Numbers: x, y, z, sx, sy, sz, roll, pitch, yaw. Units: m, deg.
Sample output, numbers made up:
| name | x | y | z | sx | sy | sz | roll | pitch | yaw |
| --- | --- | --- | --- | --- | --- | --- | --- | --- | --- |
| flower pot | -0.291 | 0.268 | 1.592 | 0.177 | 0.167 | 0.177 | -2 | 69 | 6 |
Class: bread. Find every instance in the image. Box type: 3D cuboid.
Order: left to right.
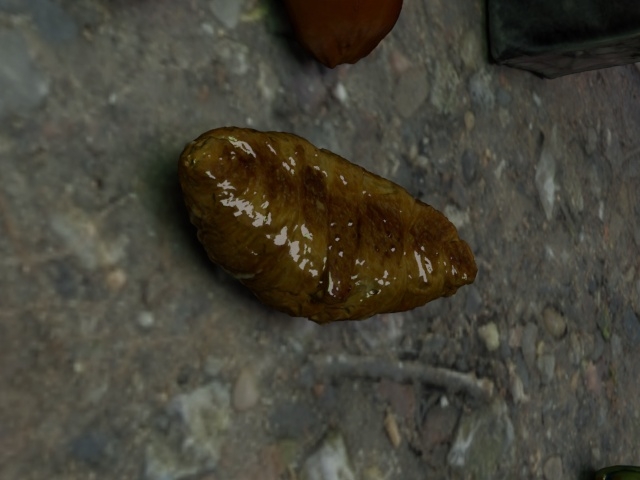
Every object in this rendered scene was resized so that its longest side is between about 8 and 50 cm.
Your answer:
| name | x | y | z | sx | sy | sz | roll | pitch | yaw |
| --- | --- | --- | --- | --- | --- | --- | --- | --- | --- |
| bread | 0.000 | 0.000 | 0.602 | 0.233 | 0.076 | 0.105 | 18 | 62 | -37 |

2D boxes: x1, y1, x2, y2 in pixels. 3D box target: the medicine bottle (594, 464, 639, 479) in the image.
| name | x | y | z | sx | sy | sz | roll | pitch | yaw |
| --- | --- | --- | --- | --- | --- | --- | --- | --- | --- |
| medicine bottle | 0.279 | 0.320 | 0.840 | 0.124 | 0.124 | 0.239 | 32 | 65 | -40 |

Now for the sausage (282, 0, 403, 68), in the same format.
| name | x | y | z | sx | sy | sz | roll | pitch | yaw |
| --- | --- | --- | --- | --- | --- | --- | --- | --- | --- |
| sausage | -0.007 | -0.258 | 0.608 | 0.089 | 0.083 | 0.300 | -33 | 112 | -55 |

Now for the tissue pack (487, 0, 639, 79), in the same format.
| name | x | y | z | sx | sy | sz | roll | pitch | yaw |
| --- | --- | --- | --- | --- | --- | --- | --- | --- | --- |
| tissue pack | 0.267 | -0.341 | 0.755 | 0.124 | 0.288 | 0.394 | 3 | 85 | -43 |
